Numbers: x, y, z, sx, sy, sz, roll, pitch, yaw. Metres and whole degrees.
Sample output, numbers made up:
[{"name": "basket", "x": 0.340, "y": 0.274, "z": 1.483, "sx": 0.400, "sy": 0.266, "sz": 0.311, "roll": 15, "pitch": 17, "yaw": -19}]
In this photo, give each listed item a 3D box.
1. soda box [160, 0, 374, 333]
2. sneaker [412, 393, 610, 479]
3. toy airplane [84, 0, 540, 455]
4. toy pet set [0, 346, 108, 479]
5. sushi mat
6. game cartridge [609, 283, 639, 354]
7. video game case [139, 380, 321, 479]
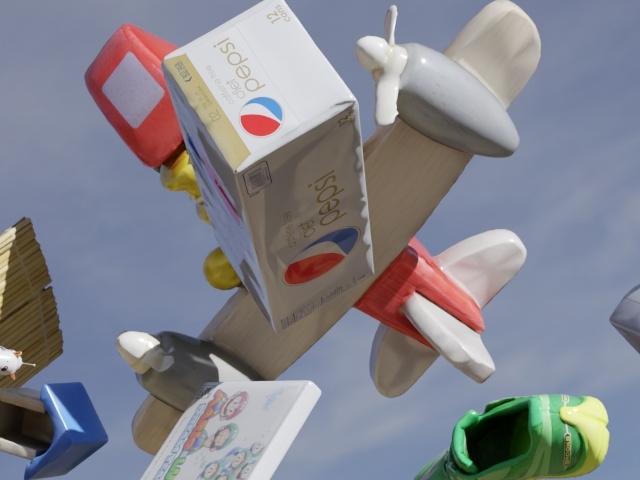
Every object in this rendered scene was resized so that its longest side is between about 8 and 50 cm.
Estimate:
[{"name": "soda box", "x": -0.022, "y": -0.031, "z": 0.839, "sx": 0.069, "sy": 0.074, "sz": 0.216, "roll": -31, "pitch": -22, "yaw": -10}, {"name": "sneaker", "x": 0.176, "y": 0.223, "z": 1.719, "sx": 0.123, "sy": 0.109, "sz": 0.295, "roll": 20, "pitch": -37, "yaw": -26}, {"name": "toy airplane", "x": 0.000, "y": 0.000, "z": 1.372, "sx": 0.384, "sy": 0.386, "sz": 0.272, "roll": -3, "pitch": 14, "yaw": 5}, {"name": "toy pet set", "x": -0.188, "y": 0.126, "z": 0.990, "sx": 0.065, "sy": 0.122, "sz": 0.114, "roll": 13, "pitch": 2, "yaw": 25}, {"name": "sushi mat", "x": -0.329, "y": 0.116, "z": 1.339, "sx": 0.019, "sy": 0.151, "sz": 0.316, "roll": 13, "pitch": 37, "yaw": 31}, {"name": "game cartridge", "x": 0.350, "y": 0.130, "z": 1.204, "sx": 0.196, "sy": 0.294, "sz": 0.060, "roll": 38, "pitch": -92, "yaw": -36}, {"name": "video game case", "x": -0.084, "y": 0.171, "z": 1.222, "sx": 0.019, "sy": 0.157, "sz": 0.143, "roll": 47, "pitch": -30, "yaw": -25}]
